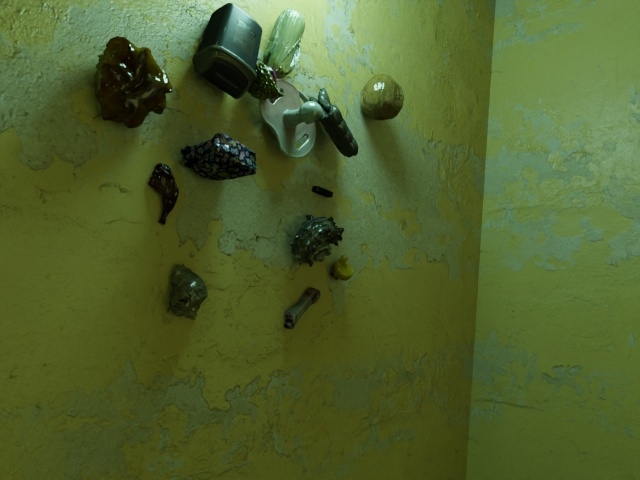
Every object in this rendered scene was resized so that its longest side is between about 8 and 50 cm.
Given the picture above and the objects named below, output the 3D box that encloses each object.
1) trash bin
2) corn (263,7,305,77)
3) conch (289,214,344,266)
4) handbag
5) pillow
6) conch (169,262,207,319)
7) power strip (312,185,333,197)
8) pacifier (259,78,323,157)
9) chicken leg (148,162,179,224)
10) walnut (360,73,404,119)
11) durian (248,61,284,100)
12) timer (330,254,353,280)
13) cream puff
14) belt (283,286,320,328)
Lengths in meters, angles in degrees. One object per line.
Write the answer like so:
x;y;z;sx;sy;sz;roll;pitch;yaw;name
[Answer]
-0.332;-0.684;1.702;0.209;0.182;0.290;26;67;-42;trash bin
-0.150;-0.805;1.920;0.123;0.122;0.305;38;64;-61;corn
-0.010;0.006;2.066;0.313;0.186;0.240;-41;148;-58;conch
-0.362;-0.285;1.663;0.229;0.208;0.126;21;61;-51;handbag
0.056;-0.511;2.039;0.228;0.101;0.326;53;11;-33;pillow
-0.470;0.181;1.658;0.155;0.130;0.207;21;48;-78;conch
0.010;-0.225;2.167;0.111;0.038;0.029;17;80;-44;power strip
-0.113;-0.498;1.909;0.220;0.273;0.332;-31;118;0;pacifier
-0.531;-0.161;1.600;0.093;0.053;0.205;-16;97;-21;chicken leg
0.308;-0.717;2.346;0.228;0.228;0.227;-2;92;-46;walnut
-0.233;-0.618;1.777;0.119;0.186;0.108;-26;155;-12;durian
0.110;0.134;2.230;0.107;0.109;0.107;26;34;-19;timer
-0.593;-0.493;1.459;0.241;0.155;0.268;-31;119;-36;cream puff
-0.085;0.294;2.074;0.232;0.053;0.071;-48;131;-34;belt
